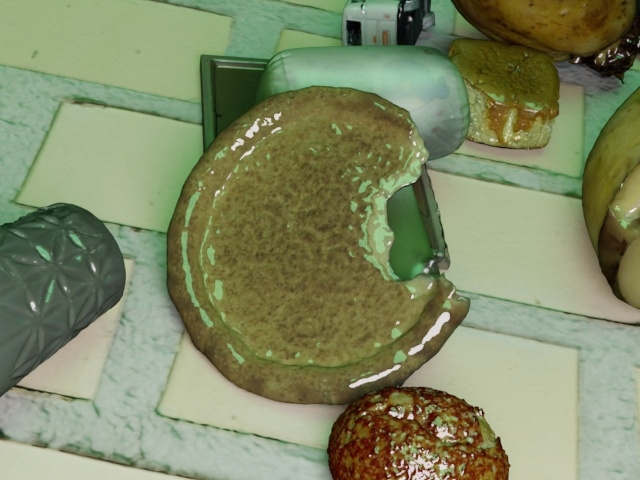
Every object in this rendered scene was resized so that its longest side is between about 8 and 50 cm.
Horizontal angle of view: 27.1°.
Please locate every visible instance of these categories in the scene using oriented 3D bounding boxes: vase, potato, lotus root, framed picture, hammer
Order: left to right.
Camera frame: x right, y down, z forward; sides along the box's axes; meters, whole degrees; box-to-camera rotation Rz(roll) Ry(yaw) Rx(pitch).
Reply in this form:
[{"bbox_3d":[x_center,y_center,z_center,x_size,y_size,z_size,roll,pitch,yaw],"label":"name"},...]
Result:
[{"bbox_3d":[-0.297,0.069,1.028,0.251,0.156,0.301,8,28,37],"label":"vase"},{"bbox_3d":[-0.004,-0.087,1.339,0.232,0.024,0.315,3,41,-9],"label":"framed picture"},{"bbox_3d":[0.059,-0.048,1.218,0.206,0.119,0.335,-5,50,-11],"label":"hammer"},{"bbox_3d":[0.236,-0.284,1.465,0.314,0.141,0.169,23,-7,-20],"label":"lotus root"},{"bbox_3d":[0.370,-0.073,1.261,0.242,0.285,0.242,39,15,-12],"label":"potato"}]

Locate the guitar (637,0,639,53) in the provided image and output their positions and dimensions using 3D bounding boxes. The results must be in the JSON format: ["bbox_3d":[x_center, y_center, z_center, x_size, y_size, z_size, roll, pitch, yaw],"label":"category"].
[{"bbox_3d":[0.343,-0.285,1.601,0.038,0.084,0.271,-27,47,-32],"label":"guitar"}]

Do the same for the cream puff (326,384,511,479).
[{"bbox_3d":[0.080,0.166,1.027,0.149,0.084,0.149,7,43,-7],"label":"cream puff"}]

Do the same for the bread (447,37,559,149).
[{"bbox_3d":[0.190,-0.158,1.422,0.128,0.069,0.140,7,40,-2],"label":"bread"}]

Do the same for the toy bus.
[{"bbox_3d":[0.079,-0.260,1.492,0.089,0.087,0.194,5,32,13],"label":"toy bus"}]

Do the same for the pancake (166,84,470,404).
[{"bbox_3d":[0.000,0.000,1.136,0.286,0.033,0.288,24,75,22],"label":"pancake"}]
